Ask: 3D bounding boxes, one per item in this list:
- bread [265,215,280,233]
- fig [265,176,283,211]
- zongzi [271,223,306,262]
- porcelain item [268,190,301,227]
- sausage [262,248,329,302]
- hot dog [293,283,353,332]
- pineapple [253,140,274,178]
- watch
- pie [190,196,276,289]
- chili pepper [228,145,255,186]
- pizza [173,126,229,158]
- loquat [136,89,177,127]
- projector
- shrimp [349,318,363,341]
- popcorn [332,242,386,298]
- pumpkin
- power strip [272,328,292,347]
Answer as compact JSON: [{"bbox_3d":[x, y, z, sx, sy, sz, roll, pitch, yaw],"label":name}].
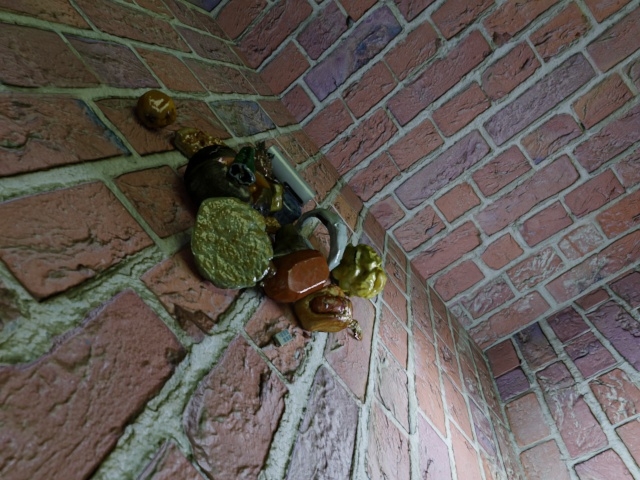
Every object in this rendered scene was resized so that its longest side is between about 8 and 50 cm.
[{"bbox_3d":[-0.206,-0.066,1.712,0.111,0.044,0.083,14,41,-58],"label":"bread"},{"bbox_3d":[-0.222,-0.166,1.695,0.144,0.166,0.154,24,-32,53],"label":"fig"},{"bbox_3d":[-0.147,0.014,1.603,0.242,0.112,0.220,26,34,-51],"label":"zongzi"},{"bbox_3d":[-0.159,-0.130,1.826,0.147,0.114,0.147,45,19,-20],"label":"porcelain item"},{"bbox_3d":[-0.084,0.117,1.437,0.268,0.141,0.153,-23,95,-49],"label":"sausage"},{"bbox_3d":[0.032,0.244,1.541,0.257,0.153,0.150,22,36,-56],"label":"hot dog"},{"bbox_3d":[-0.265,-0.336,1.894,0.165,0.166,0.364,48,17,-13],"label":"pineapple"},{"bbox_3d":[0.000,0.000,1.768,0.253,0.241,0.162,55,17,7],"label":"watch"},{"bbox_3d":[-0.252,0.009,1.245,0.257,0.106,0.274,-8,84,-42],"label":"pie"},{"bbox_3d":[-0.233,-0.253,1.381,0.088,0.059,0.226,47,22,-24],"label":"chili pepper"},{"bbox_3d":[-0.412,-0.328,1.640,0.226,0.086,0.336,58,18,19],"label":"pizza"},{"bbox_3d":[-0.557,-0.442,1.465,0.137,0.113,0.137,35,48,-50],"label":"loquat"},{"bbox_3d":[-0.163,-0.326,2.178,0.337,0.108,0.108,49,19,-10],"label":"projector"},{"bbox_3d":[0.135,0.366,1.760,0.162,0.045,0.095,26,53,-62],"label":"shrimp"},{"bbox_3d":[0.173,0.137,1.936,0.215,0.252,0.286,28,23,-25],"label":"popcorn"},{"bbox_3d":[-0.303,-0.172,1.446,0.320,0.192,0.320,42,23,-23],"label":"pumpkin"},{"bbox_3d":[-0.115,0.297,1.317,0.040,0.016,0.090,56,19,10],"label":"power strip"}]
